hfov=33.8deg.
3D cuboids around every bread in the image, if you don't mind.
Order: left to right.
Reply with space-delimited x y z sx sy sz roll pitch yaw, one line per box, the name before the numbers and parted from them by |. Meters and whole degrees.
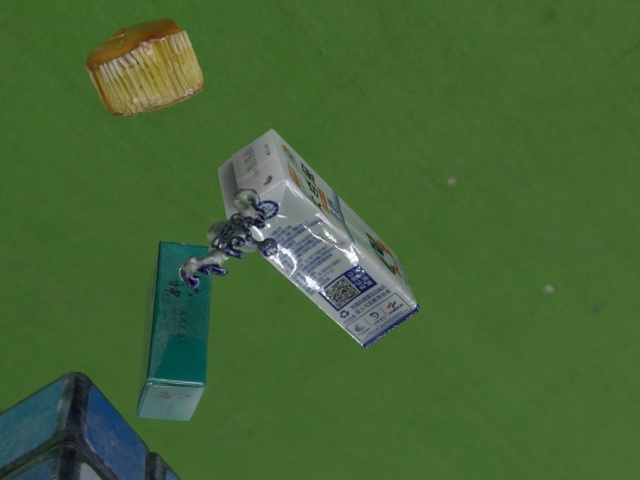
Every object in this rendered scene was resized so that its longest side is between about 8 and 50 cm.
bread | -0.238 -0.231 1.403 0.132 0.190 0.114 -28 105 -20

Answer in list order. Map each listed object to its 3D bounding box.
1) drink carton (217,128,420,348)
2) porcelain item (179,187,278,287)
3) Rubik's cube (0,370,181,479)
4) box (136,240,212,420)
drink carton | 0.000 0.000 1.424 0.106 0.130 0.315 -36 126 13
porcelain item | -0.076 0.002 1.037 0.075 0.136 0.021 15 138 19
Rubik's cube | -0.251 0.385 0.876 0.363 0.362 0.359 -27 119 10
box | -0.229 0.144 1.655 0.092 0.245 0.153 8 150 -14
